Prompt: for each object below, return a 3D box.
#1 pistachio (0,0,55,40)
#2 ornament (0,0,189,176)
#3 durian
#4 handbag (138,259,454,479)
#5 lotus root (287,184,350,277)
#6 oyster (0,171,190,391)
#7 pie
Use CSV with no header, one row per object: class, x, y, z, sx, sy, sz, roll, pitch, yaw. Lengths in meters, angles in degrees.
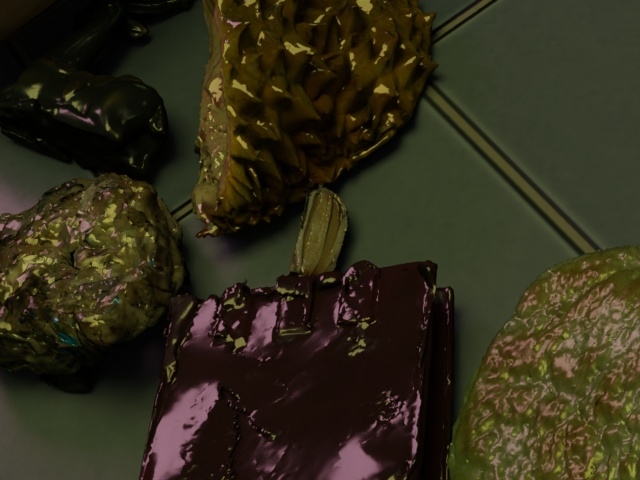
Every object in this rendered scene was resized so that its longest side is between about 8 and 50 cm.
pistachio,-0.282,-0.286,1.360,0.318,0.193,0.214,-54,10,18
ornament,-0.159,-0.175,1.365,0.202,0.080,0.236,16,62,39
durian,-0.005,-0.154,1.269,0.195,0.185,0.305,1,42,-3
handbag,-0.013,0.115,1.065,0.203,0.074,0.216,-10,48,19
lotus root,-0.001,0.001,1.180,0.037,0.030,0.083,15,59,-2
oyster,-0.199,0.028,1.215,0.198,0.092,0.259,-36,42,-4
pie,0.191,0.117,0.946,0.257,0.105,0.274,-8,50,32
